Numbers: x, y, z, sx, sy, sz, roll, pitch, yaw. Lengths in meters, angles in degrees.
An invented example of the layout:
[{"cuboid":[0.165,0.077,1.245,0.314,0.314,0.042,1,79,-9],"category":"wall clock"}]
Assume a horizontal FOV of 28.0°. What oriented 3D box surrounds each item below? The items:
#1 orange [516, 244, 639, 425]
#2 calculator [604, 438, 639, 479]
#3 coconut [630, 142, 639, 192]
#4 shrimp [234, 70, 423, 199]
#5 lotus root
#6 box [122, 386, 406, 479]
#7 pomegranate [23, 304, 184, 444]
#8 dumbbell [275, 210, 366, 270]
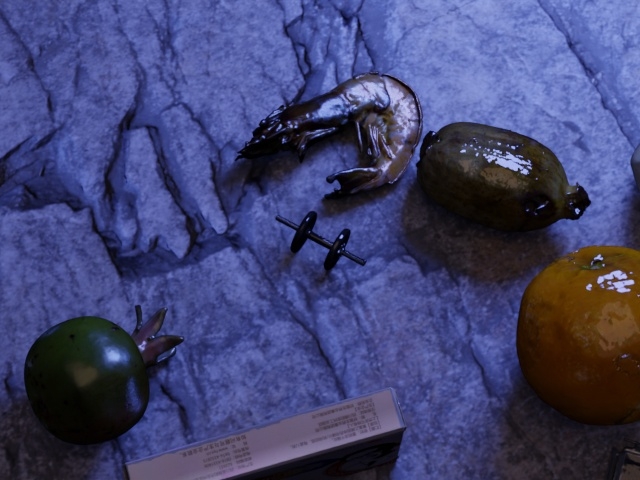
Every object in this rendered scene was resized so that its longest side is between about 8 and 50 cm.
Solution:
[{"cuboid":[0.385,0.129,1.727,0.246,0.246,0.246,0,71,0],"category":"orange"},{"cuboid":[0.448,0.417,1.740,0.166,0.028,0.274,17,70,9],"category":"calculator"},{"cuboid":[0.553,-0.105,1.830,0.224,0.224,0.224,0,71,0],"category":"coconut"},{"cuboid":[0.027,-0.141,1.914,0.289,0.075,0.178,-24,75,-21],"category":"shrimp"},{"cuboid":[0.265,-0.088,1.859,0.260,0.128,0.145,20,63,5],"category":"lotus root"},{"cuboid":[-0.067,0.290,1.685,0.353,0.214,0.069,-17,70,-6],"category":"box"},{"cuboid":[-0.292,0.175,1.756,0.224,0.181,0.181,-30,73,-30],"category":"pomegranate"},{"cuboid":[0.000,0.000,1.859,0.147,0.069,0.069,28,74,10],"category":"dumbbell"}]
